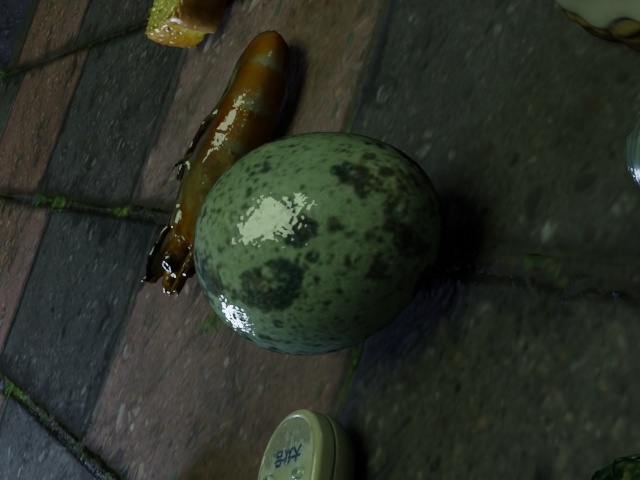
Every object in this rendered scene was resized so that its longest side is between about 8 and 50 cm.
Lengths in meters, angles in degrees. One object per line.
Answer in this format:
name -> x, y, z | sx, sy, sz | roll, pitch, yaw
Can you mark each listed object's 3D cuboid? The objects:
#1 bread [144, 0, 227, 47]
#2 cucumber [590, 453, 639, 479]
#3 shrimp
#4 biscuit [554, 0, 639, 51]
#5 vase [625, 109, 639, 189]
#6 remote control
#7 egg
bread -> -0.132, -0.292, 1.292 | 0.103, 0.065, 0.187 | -38, 41, 52
cucumber -> 0.087, 0.128, 0.416 | 0.359, 0.096, 0.096 | 128, 152, -52
shrimp -> -0.091, -0.070, 1.044 | 0.248, 0.068, 0.150 | -64, 12, 0
biscuit -> 0.178, -0.197, 0.600 | 0.181, 0.049, 0.208 | 13, 84, 64
vase -> 0.178, -0.002, 0.418 | 0.086, 0.086, 0.214 | -62, 21, 15
remote control -> -0.017, 0.207, 0.697 | 0.078, 0.042, 0.221 | -31, 46, 53
egg -> 0.000, 0.000, 0.713 | 0.172, 0.132, 0.132 | -21, 53, 47
